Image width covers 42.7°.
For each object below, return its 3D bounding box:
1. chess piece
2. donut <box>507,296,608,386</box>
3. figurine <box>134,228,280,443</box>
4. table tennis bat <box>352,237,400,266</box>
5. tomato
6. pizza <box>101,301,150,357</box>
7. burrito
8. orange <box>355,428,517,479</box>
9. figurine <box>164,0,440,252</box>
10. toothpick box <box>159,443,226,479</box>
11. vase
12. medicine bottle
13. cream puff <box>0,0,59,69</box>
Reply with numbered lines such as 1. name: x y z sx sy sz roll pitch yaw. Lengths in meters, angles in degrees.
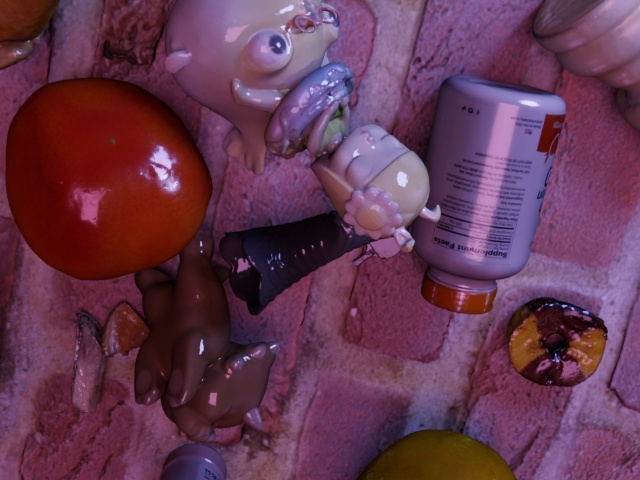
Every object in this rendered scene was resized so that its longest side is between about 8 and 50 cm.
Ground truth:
1. chess piece: 0.417 -0.206 1.006 0.300 0.167 0.167 40 102 -17
2. donut: 0.331 0.140 1.159 0.140 0.059 0.140 -1 108 -2
3. figurine: -0.145 0.141 1.102 0.173 0.247 0.177 18 138 -43
4. table tennis bat: 0.080 0.009 1.140 0.083 0.007 0.050 -38 105 8
5. tomato: -0.256 -0.082 0.991 0.260 0.180 0.259 5 73 -17
6. pizza: -0.270 0.135 1.152 0.078 0.025 0.083 26 61 -20
7. burrito: -0.329 0.176 1.166 0.055 0.041 0.149 13 107 9
8. orange: 0.163 0.402 1.137 0.235 0.279 0.279 -16 110 34
9. figurine: -0.020 -0.138 0.978 0.394 0.226 0.274 45 143 6
10. toothpick box: -0.189 0.373 1.174 0.098 0.149 0.098 0 107 -1
11. vase: 0.000 0.000 1.046 0.237 0.115 0.115 -22 109 -24
12. medicine bottle: 0.203 -0.055 1.044 0.157 0.157 0.288 8 107 -4
13. cream puff: -0.382 -0.368 0.894 0.327 0.231 0.343 2 134 1
